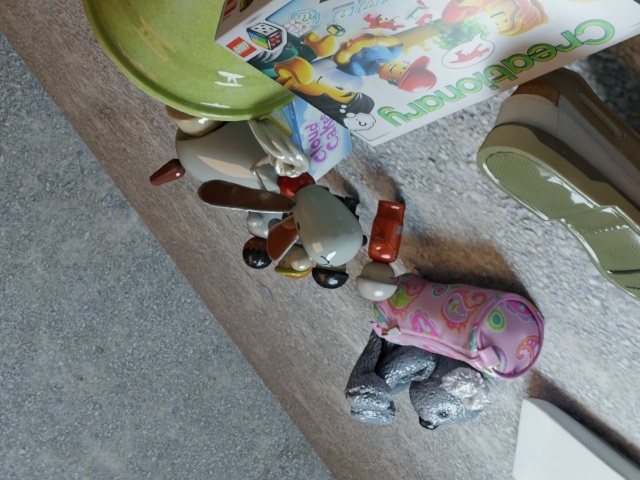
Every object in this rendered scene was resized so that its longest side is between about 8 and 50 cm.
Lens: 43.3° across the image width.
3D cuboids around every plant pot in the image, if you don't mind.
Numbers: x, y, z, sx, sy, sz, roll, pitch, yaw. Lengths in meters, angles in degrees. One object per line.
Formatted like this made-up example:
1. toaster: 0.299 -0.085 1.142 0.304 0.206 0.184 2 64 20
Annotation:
1. plant pot: -0.064 -0.290 0.763 0.276 0.276 0.254 51 150 -4

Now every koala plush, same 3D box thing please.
1. koala plush: 0.181 0.235 1.363 0.221 0.203 0.196 21 162 15

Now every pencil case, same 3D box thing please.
1. pencil case: 0.185 0.118 1.154 0.124 0.124 0.284 56 159 -19

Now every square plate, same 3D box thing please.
1. square plate: 0.448 0.405 1.226 0.347 0.049 0.344 38 159 30

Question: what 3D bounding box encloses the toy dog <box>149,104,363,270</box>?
1. toy dog: -0.106 -0.068 1.010 0.220 0.161 0.333 47 180 -37

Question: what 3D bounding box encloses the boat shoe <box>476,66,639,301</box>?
1. boat shoe: 0.273 -0.032 0.692 0.302 0.103 0.113 36 162 -22

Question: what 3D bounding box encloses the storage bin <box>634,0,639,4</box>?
1. storage bin: 0.220 -0.202 0.468 0.098 0.091 0.135 -109 -6 -53

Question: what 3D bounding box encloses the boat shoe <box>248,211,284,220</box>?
1. boat shoe: -0.104 -0.039 1.568 0.233 0.079 0.084 40 161 29

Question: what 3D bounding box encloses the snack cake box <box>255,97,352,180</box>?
1. snack cake box: -0.050 -0.218 1.079 0.152 0.089 0.264 37 158 30

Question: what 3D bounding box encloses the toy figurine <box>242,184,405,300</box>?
1. toy figurine: 0.000 0.000 1.171 0.210 0.148 0.213 10 -179 -31

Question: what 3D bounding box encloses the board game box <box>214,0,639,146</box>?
1. board game box: 0.084 -0.180 0.619 0.193 0.053 0.305 28 150 -33
